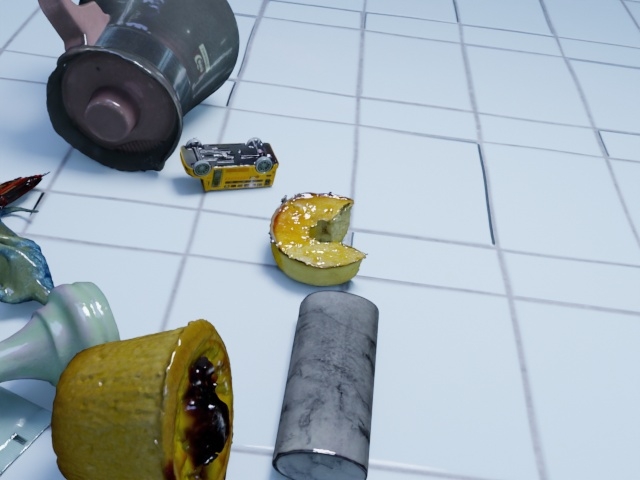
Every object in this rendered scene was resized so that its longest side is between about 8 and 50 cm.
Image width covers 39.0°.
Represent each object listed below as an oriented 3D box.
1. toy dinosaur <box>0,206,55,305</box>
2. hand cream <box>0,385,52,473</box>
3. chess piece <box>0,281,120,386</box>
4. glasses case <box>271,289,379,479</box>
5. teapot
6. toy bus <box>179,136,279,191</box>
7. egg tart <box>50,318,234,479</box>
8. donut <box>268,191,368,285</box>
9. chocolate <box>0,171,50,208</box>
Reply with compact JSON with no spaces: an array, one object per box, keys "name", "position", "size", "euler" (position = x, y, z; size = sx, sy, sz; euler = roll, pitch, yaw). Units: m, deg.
[{"name":"toy dinosaur","position":[-0.421,0.034,1.250],"size":[0.147,0.076,0.363],"euler":[22,14,-47]},{"name":"hand cream","position":[-0.477,0.169,1.072],"size":[0.320,0.067,0.109],"euler":[23,36,13]},{"name":"chess piece","position":[-0.377,0.144,1.041],"size":[0.271,0.139,0.139],"euler":[-16,41,-32]},{"name":"glasses case","position":[0.013,0.177,1.146],"size":[0.114,0.060,0.299],"euler":[11,35,0]},{"name":"teapot","position":[-0.330,-0.335,1.569],"size":[0.305,0.376,0.362],"euler":[-15,37,22]},{"name":"toy bus","position":[-0.158,-0.127,1.535],"size":[0.162,0.074,0.069],"euler":[-5,44,-21]},{"name":"egg tart","position":[-0.180,0.191,0.981],"size":[0.170,0.215,0.215],"euler":[-1,33,14]},{"name":"donut","position":[-0.011,0.001,1.385],"size":[0.146,0.078,0.181],"euler":[0,42,-10]},{"name":"chocolate","position":[-0.498,-0.065,1.404],"size":[0.086,0.028,0.182],"euler":[-9,21,25]}]
